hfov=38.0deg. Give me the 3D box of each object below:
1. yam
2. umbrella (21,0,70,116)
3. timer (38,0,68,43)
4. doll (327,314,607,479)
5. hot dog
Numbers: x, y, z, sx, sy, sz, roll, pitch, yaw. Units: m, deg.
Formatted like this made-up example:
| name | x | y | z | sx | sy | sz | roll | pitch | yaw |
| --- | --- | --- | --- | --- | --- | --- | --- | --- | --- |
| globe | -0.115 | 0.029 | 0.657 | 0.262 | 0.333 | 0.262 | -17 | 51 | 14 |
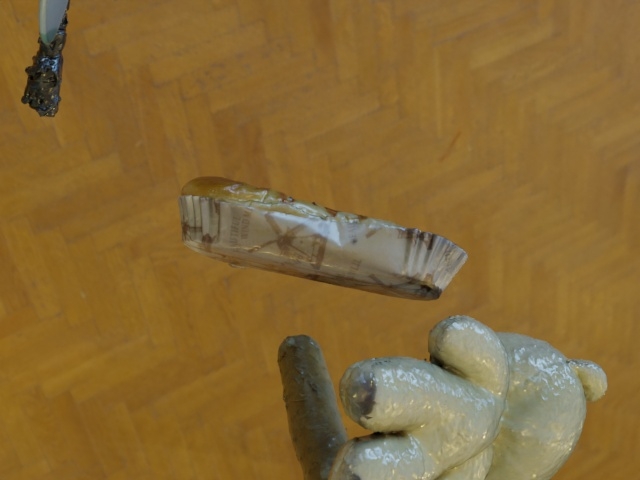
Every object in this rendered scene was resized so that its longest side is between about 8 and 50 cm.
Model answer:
| name | x | y | z | sx | sy | sz | roll | pitch | yaw |
| --- | --- | --- | --- | --- | --- | --- | --- | --- | --- |
| yam | -0.001 | 0.236 | 1.145 | 0.071 | 0.317 | 0.067 | -29 | 126 | 8 |
| umbrella | -0.489 | -0.334 | 1.667 | 0.071 | 0.080 | 0.224 | -13 | 127 | -55 |
| timer | -0.204 | -0.318 | 0.795 | 0.175 | 0.175 | 0.255 | 4 | 153 | -38 |
| doll | 0.110 | 0.150 | 0.811 | 0.278 | 0.149 | 0.175 | 6 | 127 | -42 |
| hot dog | 0.000 | 0.000 | 0.806 | 0.253 | 0.131 | 0.069 | 12 | 80 | 0 |
